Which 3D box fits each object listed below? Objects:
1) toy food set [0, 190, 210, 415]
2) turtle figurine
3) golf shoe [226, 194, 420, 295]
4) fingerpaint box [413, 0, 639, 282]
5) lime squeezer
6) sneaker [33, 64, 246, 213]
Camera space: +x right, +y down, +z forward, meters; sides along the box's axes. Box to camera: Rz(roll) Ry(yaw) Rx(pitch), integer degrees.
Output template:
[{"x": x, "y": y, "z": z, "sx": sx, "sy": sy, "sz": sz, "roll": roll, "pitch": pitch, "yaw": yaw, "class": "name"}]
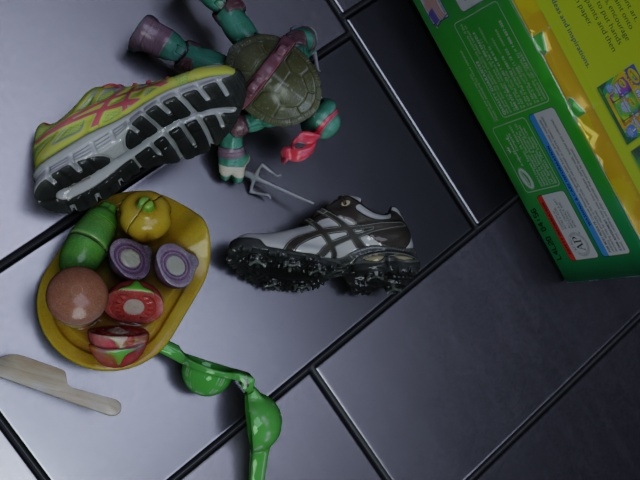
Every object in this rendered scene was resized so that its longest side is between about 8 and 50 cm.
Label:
[{"x": -0.178, "y": 0.039, "z": 0.881, "sx": 0.128, "sy": 0.071, "sz": 0.218, "roll": 27, "pitch": 65, "yaw": 0, "class": "toy food set"}, {"x": -0.056, "y": -0.154, "z": 0.964, "sx": 0.234, "sy": 0.118, "sz": 0.175, "roll": 40, "pitch": 70, "yaw": -9, "class": "turtle figurine"}, {"x": 0.000, "y": 0.000, "z": 0.997, "sx": 0.198, "sy": 0.077, "sz": 0.094, "roll": 6, "pitch": 64, "yaw": -25, "class": "golf shoe"}, {"x": 0.334, "y": -0.238, "z": 1.114, "sx": 0.371, "sy": 0.163, "sz": 0.445, "roll": -34, "pitch": 98, "yaw": -23, "class": "fingerpaint box"}, {"x": -0.106, "y": 0.154, "z": 0.943, "sx": 0.110, "sy": 0.059, "sz": 0.310, "roll": -34, "pitch": 99, "yaw": 9, "class": "lime squeezer"}, {"x": -0.166, "y": -0.111, "z": 0.893, "sx": 0.208, "sy": 0.081, "sz": 0.094, "roll": -25, "pitch": 56, "yaw": 0, "class": "sneaker"}]
